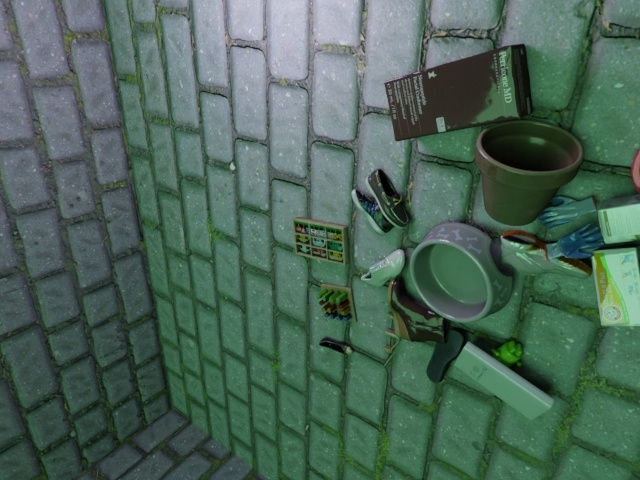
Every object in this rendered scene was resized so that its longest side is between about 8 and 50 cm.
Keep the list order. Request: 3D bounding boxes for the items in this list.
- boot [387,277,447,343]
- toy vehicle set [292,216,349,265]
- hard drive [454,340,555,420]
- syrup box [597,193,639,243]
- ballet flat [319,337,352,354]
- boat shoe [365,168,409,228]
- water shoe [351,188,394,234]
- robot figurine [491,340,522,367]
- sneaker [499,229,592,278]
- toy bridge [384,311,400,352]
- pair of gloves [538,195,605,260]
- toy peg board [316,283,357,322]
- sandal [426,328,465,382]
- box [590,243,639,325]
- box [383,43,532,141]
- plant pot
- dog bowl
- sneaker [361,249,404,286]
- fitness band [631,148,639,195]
[{"bbox_3d":[0.364,0.260,1.683,0.207,0.090,0.248,-3,102,38],"label":"boot"},{"bbox_3d":[0.000,0.000,1.902,0.267,0.035,0.166,11,116,36],"label":"toy vehicle set"},{"bbox_3d":[0.617,0.483,1.555,0.307,0.040,0.203,34,156,23],"label":"hard drive"},{"bbox_3d":[0.811,-0.063,1.085,0.237,0.093,0.096,-11,102,40],"label":"syrup box"},{"bbox_3d":[0.071,0.489,2.061,0.173,0.049,0.057,10,117,36],"label":"ballet flat"},{"bbox_3d":[0.245,-0.148,1.599,0.228,0.081,0.068,56,137,8],"label":"boat shoe"},{"bbox_3d":[0.197,-0.118,1.675,0.080,0.073,0.203,-37,89,22],"label":"water shoe"},{"bbox_3d":[0.632,0.389,1.536,0.101,0.067,0.115,24,130,-9],"label":"robot figurine"},{"bbox_3d":[0.664,0.064,1.353,0.262,0.099,0.121,27,133,37],"label":"sneaker"},{"bbox_3d":[0.296,0.378,1.839,0.063,0.026,0.188,17,120,30],"label":"toy bridge"},{"bbox_3d":[0.686,-0.039,1.249,0.159,0.023,0.198,-22,59,44],"label":"pair of gloves"},{"bbox_3d":[0.061,0.282,1.954,0.161,0.079,0.160,4,112,39],"label":"toy peg board"},{"bbox_3d":[0.470,0.426,1.697,0.097,0.054,0.254,53,136,41],"label":"sandal"},{"bbox_3d":[0.802,0.119,1.204,0.103,0.114,0.203,-9,89,42],"label":"box"},{"bbox_3d":[0.391,-0.417,1.316,0.381,0.143,0.191,-3,107,39],"label":"box"},{"bbox_3d":[0.548,-0.167,1.247,0.263,0.263,0.229,26,141,28],"label":"plant pot"},{"bbox_3d":[0.448,0.118,1.501,0.349,0.102,0.349,31,136,36],"label":"dog bowl"},{"bbox_3d":[0.233,0.106,1.705,0.212,0.094,0.080,-53,34,41],"label":"sneaker"},{"bbox_3d":[0.899,-0.140,1.084,0.291,0.054,0.209,53,130,6],"label":"fitness band"}]
